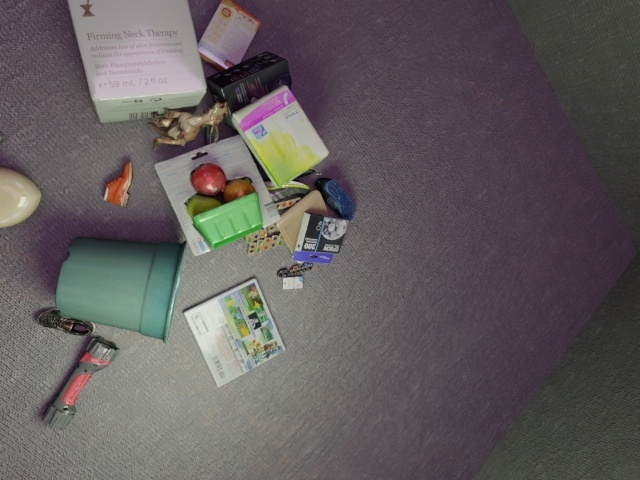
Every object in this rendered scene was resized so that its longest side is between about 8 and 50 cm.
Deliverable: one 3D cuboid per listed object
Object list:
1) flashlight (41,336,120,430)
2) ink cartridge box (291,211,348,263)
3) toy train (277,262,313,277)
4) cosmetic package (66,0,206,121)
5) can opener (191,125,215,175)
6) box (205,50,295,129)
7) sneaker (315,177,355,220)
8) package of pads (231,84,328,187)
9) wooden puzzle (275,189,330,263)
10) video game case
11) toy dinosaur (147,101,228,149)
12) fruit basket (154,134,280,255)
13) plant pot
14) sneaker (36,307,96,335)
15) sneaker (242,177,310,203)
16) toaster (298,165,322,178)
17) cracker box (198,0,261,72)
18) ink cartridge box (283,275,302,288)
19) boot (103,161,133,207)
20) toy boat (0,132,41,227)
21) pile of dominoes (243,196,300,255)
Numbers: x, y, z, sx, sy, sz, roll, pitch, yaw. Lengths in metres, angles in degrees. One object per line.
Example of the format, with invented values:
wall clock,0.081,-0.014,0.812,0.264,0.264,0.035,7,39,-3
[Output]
flashlight,-0.803,0.481,1.465,0.103,0.103,0.304,33,79,-25
ink cartridge box,0.000,0.000,1.761,0.206,0.045,0.209,6,107,-38
toy train,-0.104,0.119,1.785,0.158,0.027,0.036,-13,88,-22
cosmetic package,-0.581,-0.612,1.370,0.329,0.327,0.395,-14,98,-22
can opener,-0.415,-0.324,1.595,0.093,0.074,0.281,4,92,-25
box,-0.250,-0.550,1.586,0.270,0.143,0.165,-32,137,-19
sneaker,0.064,-0.176,1.816,0.081,0.090,0.232,-48,131,-15
package of pads,-0.136,-0.365,1.529,0.229,0.101,0.297,-34,97,-13
wooden puzzle,-0.056,-0.055,1.756,0.221,0.044,0.239,-40,129,-17
video game case,-0.328,0.356,1.698,0.299,0.036,0.329,-25,102,-20
toy dinosaur,-0.459,-0.385,1.504,0.200,0.295,0.127,-23,107,-53
fruit basket,-0.357,-0.163,1.524,0.326,0.165,0.353,-25,79,-16
plant pot,-0.635,0.142,1.410,0.333,0.341,0.342,10,89,-16
sneaker,-0.843,0.274,1.447,0.178,0.077,0.072,16,86,-23
sneaker,-0.185,-0.182,1.701,0.299,0.111,0.122,-6,110,-20
toaster,-0.105,-0.310,1.680,0.185,0.168,0.110,8,88,-23
cracker box,-0.343,-0.746,1.605,0.155,0.067,0.233,29,81,-22
ink cartridge box,-0.116,0.172,1.780,0.083,0.028,0.048,-2,94,-23
boot,-0.692,-0.200,1.495,0.084,0.059,0.158,15,88,-18
toy boat,-1.006,-0.197,1.326,0.267,0.148,0.319,-3,102,-18
pile of dominoes,-0.178,-0.046,1.693,0.250,0.040,0.196,-18,124,-22
